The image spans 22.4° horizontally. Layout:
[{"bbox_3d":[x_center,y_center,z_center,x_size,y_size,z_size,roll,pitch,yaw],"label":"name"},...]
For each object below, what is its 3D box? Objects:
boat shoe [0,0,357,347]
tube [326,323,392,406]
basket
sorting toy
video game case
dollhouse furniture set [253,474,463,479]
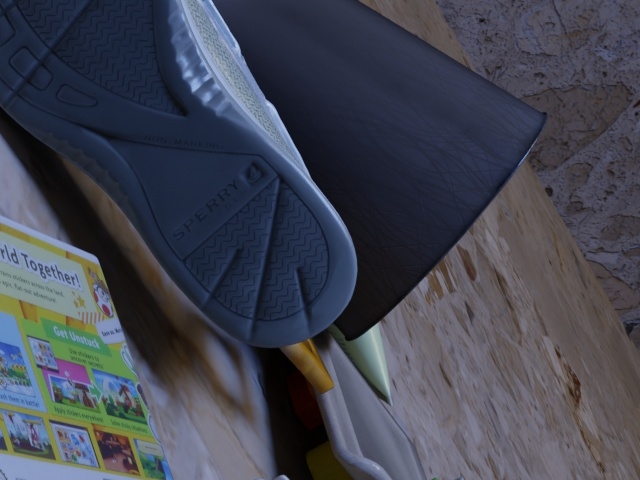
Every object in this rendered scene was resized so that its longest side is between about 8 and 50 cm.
[{"bbox_3d":[-0.095,-0.084,0.862,0.320,0.118,0.103,50,5,-5],"label":"boat shoe"},{"bbox_3d":[0.000,0.000,1.146,0.070,0.062,0.240,-36,109,-60],"label":"tube"},{"bbox_3d":[-0.010,-0.076,1.009,0.227,0.204,0.154,39,38,-4],"label":"basket"},{"bbox_3d":[0.027,0.141,1.041,0.347,0.047,0.196,55,5,-35],"label":"sorting toy"},{"bbox_3d":[-0.125,0.076,0.662,0.227,0.026,0.206,30,35,-64],"label":"video game case"},{"bbox_3d":[0.020,0.137,0.897,0.081,0.114,0.091,55,17,-13],"label":"dollhouse furniture set"}]
